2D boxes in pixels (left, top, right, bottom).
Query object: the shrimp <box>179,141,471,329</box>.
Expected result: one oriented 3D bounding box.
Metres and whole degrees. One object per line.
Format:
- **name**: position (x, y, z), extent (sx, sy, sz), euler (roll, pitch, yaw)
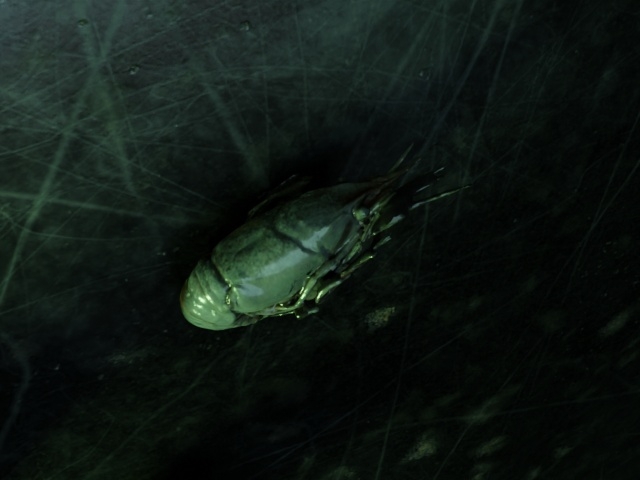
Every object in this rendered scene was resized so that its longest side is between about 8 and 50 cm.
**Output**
- **shrimp**: position (0.000, 0.002, 0.982), extent (0.343, 0.116, 0.145), euler (-30, 140, 7)
